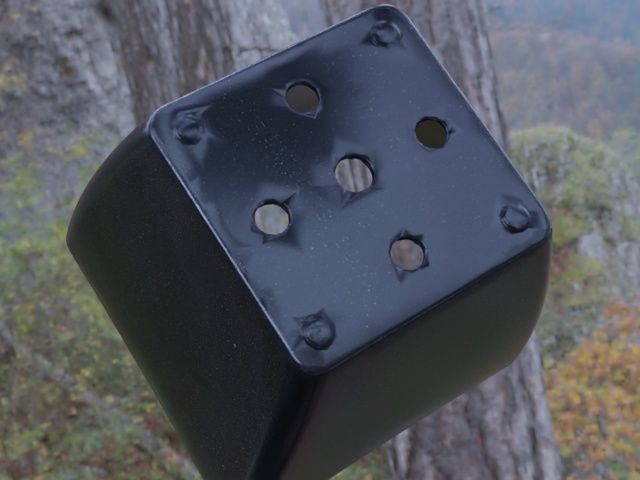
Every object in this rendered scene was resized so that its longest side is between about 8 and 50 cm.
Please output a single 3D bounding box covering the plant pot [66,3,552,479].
[{"bbox_3d":[0.000,0.000,0.497,0.187,0.188,0.167,-28,-14,-19],"label":"plant pot"}]
